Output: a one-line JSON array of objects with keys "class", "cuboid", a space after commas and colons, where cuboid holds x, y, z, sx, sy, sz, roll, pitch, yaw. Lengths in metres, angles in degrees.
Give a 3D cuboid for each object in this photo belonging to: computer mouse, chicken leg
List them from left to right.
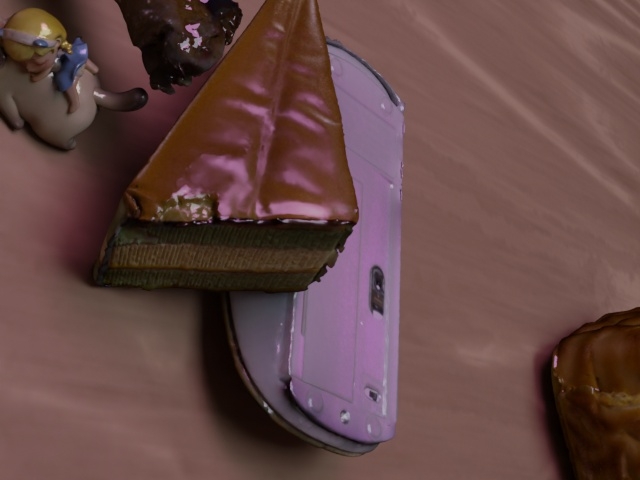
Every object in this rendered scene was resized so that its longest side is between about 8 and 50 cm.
[{"class": "chicken leg", "cuboid": [-0.113, -0.163, 0.542, 0.196, 0.080, 0.125, 43, 41, -23]}, {"class": "computer mouse", "cuboid": [0.000, 0.000, 0.665, 0.126, 0.056, 0.245, 29, 53, -43]}]

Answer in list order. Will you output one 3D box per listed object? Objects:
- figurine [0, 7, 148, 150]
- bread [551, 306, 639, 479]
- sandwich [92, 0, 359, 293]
[{"class": "figurine", "cuboid": [-0.123, -0.080, 0.536, 0.083, 0.050, 0.047, 33, 48, -44]}, {"class": "bread", "cuboid": [0.264, 0.165, 0.931, 0.181, 0.096, 0.222, -22, 98, -54]}, {"class": "sandwich", "cuboid": [-0.055, -0.062, 0.581, 0.113, 0.079, 0.163, 1, 63, -20]}]
